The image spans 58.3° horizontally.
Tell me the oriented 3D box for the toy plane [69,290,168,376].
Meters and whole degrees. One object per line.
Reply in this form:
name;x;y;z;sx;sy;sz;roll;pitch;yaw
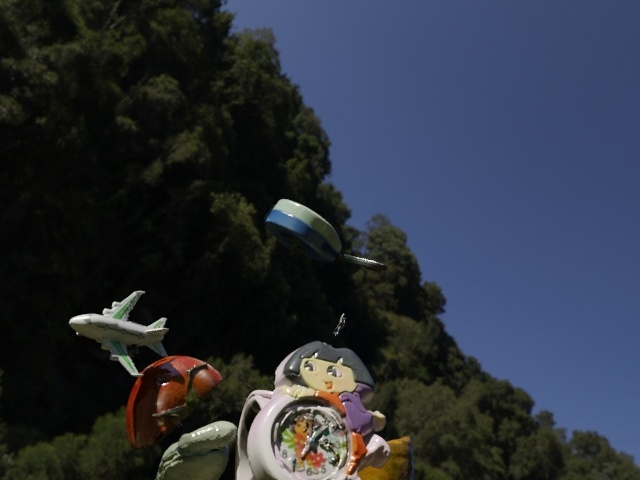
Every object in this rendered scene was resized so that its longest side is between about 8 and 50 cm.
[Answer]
toy plane;-0.520;0.239;1.484;0.255;0.250;0.101;15;-45;-33

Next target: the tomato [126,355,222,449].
tomato;-0.439;0.424;1.600;0.170;0.309;0.309;56;-30;-3

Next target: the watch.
watch;-0.027;0.293;0.827;0.196;0.244;0.231;7;-40;-19

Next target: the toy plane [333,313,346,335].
toy plane;0.072;0.303;2.050;0.024;0.084;0.078;30;13;24

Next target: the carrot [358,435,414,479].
carrot;0.196;0.824;1.937;0.242;0.340;0.241;6;-29;4

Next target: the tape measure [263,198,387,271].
tape measure;0.000;0.000;1.585;0.352;0.097;0.215;21;-18;34

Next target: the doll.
doll;-0.204;0.359;0.924;0.214;0.104;0.071;-52;-134;34
